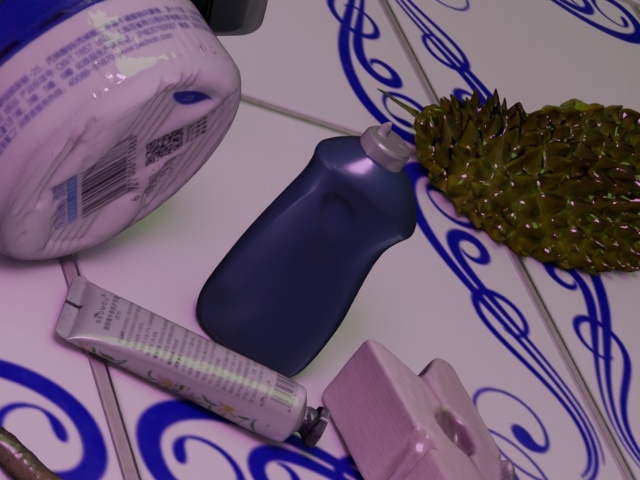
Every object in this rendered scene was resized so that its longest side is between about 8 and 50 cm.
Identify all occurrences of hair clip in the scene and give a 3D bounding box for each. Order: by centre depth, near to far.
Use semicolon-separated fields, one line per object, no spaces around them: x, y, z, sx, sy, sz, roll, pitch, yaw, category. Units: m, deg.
0.100;0.203;1.281;0.101;0.085;0.331;17;29;-37;hair clip

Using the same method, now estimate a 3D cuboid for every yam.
-0.122;0.180;1.124;0.234;0.029;0.027;40;-13;6;yam

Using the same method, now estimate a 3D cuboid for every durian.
0.224;-0.056;1.809;0.356;0.157;0.169;8;5;-43;durian

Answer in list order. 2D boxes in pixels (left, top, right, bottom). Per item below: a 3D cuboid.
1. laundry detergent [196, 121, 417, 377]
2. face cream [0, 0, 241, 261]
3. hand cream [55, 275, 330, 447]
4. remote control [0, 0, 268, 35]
0.000;-0.001;1.332;0.097;0.206;0.061;34;28;-5;laundry detergent
-0.155;-0.082;1.273;0.111;0.206;0.206;50;31;18;face cream
-0.085;0.086;1.290;0.194;0.042;0.067;27;38;-10;hand cream
-0.183;-0.183;1.358;0.296;0.140;0.056;-2;74;-7;remote control
